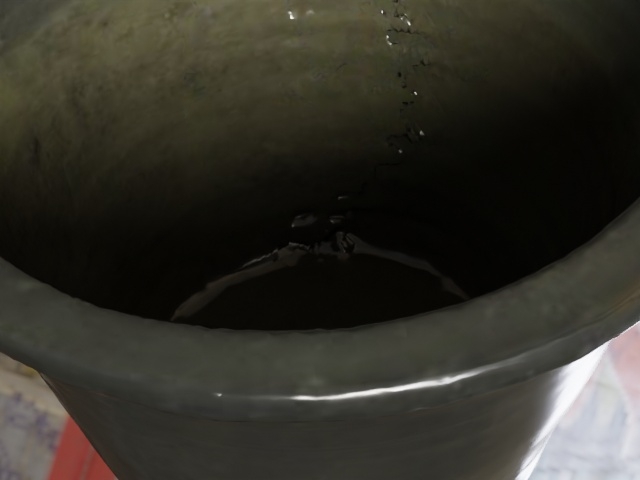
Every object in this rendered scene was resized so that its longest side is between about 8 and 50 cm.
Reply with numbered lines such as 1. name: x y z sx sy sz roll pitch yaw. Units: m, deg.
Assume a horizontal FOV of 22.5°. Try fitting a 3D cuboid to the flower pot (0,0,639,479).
1. flower pot: 0.000 0.000 0.462 0.235 0.235 0.148 19 140 22
